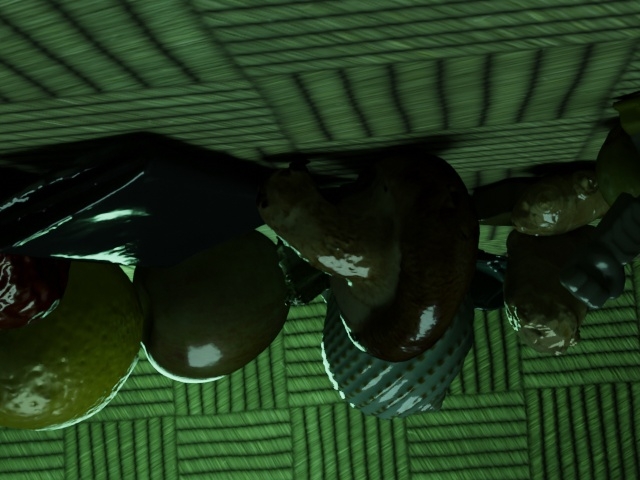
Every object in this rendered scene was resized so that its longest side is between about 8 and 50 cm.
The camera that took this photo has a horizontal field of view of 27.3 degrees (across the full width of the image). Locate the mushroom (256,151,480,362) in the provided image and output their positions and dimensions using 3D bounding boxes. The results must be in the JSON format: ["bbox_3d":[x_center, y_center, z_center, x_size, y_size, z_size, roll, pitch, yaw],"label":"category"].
[{"bbox_3d":[0.069,0.020,1.573,0.254,0.267,0.267,-5,174,10],"label":"mushroom"}]

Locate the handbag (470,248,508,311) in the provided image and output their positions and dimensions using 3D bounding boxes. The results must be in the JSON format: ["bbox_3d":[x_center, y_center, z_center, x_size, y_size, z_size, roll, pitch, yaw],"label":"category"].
[{"bbox_3d":[0.192,0.036,2.137,0.326,0.089,0.238,14,-173,34],"label":"handbag"}]

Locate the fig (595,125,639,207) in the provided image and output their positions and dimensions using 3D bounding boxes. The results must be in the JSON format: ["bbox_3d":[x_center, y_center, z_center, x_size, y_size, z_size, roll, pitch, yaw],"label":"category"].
[{"bbox_3d":[0.380,-0.073,1.479,0.153,0.121,0.136,-9,-176,-41],"label":"fig"}]

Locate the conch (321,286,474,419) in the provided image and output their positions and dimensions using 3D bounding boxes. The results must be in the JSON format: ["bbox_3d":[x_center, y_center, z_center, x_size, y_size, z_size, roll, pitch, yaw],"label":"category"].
[{"bbox_3d":[0.115,0.087,1.888,0.215,0.319,0.303,-5,-166,17],"label":"conch"}]

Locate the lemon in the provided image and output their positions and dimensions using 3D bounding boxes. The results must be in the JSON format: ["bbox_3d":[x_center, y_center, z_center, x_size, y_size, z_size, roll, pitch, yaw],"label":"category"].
[{"bbox_3d":[-0.418,0.128,1.933,0.336,0.336,0.336,-4,174,0],"label":"lemon"}]

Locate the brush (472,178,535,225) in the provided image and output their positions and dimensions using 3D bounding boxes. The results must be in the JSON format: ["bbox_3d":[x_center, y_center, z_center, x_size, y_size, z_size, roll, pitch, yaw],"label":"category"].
[{"bbox_3d":[0.330,-0.055,1.929,0.197,0.059,0.123,-1,176,-25],"label":"brush"}]

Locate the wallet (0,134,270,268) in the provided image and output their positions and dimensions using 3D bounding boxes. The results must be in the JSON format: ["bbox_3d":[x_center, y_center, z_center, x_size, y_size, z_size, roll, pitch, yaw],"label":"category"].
[{"bbox_3d":[-0.194,-0.036,1.529,0.228,0.062,0.406,-26,168,17],"label":"wallet"}]

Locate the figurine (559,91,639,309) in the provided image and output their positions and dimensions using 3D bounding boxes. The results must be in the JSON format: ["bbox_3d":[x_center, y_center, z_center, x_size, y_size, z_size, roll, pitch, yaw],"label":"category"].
[{"bbox_3d":[0.422,-0.012,1.330,0.342,0.285,0.167,-5,176,25],"label":"figurine"}]

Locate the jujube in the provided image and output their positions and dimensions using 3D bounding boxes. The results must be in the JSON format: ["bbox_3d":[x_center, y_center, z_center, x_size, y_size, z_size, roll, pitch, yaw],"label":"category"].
[{"bbox_3d":[-0.375,0.010,1.542,0.168,0.168,0.236,-4,157,-4],"label":"jujube"}]

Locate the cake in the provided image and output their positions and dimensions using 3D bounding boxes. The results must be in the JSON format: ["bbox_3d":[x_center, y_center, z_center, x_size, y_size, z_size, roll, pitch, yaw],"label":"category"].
[{"bbox_3d":[0.008,0.002,1.686,0.099,0.100,0.235,-13,-166,12],"label":"cake"}]

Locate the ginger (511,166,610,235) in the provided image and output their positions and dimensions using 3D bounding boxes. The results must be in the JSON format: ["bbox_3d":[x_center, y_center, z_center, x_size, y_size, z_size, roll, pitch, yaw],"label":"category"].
[{"bbox_3d":[0.400,-0.070,1.781,0.294,0.086,0.131,-13,164,3],"label":"ginger"}]

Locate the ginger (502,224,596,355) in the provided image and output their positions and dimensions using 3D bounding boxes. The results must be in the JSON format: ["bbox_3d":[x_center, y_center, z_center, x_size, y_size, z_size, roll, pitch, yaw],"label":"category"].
[{"bbox_3d":[0.357,0.052,1.973,0.126,0.190,0.354,-34,176,29],"label":"ginger"}]

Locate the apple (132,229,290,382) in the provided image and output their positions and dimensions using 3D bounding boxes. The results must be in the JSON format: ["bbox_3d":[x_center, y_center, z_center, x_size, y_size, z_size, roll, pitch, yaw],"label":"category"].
[{"bbox_3d":[-0.167,0.093,2.048,0.234,0.257,0.257,-4,175,-26],"label":"apple"}]
